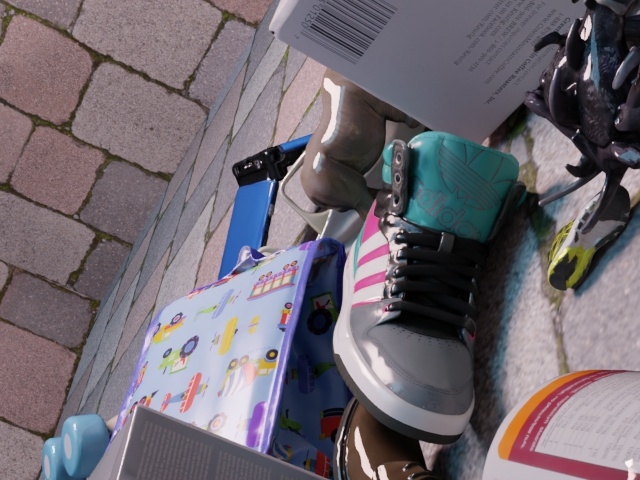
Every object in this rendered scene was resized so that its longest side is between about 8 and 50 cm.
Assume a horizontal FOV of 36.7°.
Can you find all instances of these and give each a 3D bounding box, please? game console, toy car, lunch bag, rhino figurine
[{"bbox_3d":[-0.026,-0.040,1.239,0.293,0.250,0.173,-173,64,-77],"label":"game console"},{"bbox_3d":[-0.199,0.331,1.170,0.210,0.219,0.238,-42,56,53],"label":"toy car"},{"bbox_3d":[-0.081,0.126,0.904,0.221,0.138,0.293,-25,45,31],"label":"lunch bag"},{"bbox_3d":[0.050,-0.134,0.965,0.073,0.106,0.243,94,-171,-79],"label":"rhino figurine"}]

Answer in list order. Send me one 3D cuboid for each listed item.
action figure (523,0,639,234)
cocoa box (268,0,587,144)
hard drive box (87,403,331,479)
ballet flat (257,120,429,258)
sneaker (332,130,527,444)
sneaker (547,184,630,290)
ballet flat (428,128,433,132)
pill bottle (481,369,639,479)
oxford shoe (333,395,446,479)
[{"bbox_3d":[0.210,-0.142,0.587,0.164,0.141,0.276,-119,29,-62],"label":"action figure"},{"bbox_3d":[0.150,-0.298,0.825,0.347,0.231,0.228,-48,20,47],"label":"cocoa box"},{"bbox_3d":[-0.073,0.245,0.719,0.181,0.232,0.089,-53,19,34],"label":"hard drive box"},{"bbox_3d":[0.000,0.000,1.044,0.400,0.139,0.139,-66,15,-3],"label":"ballet flat"},{"bbox_3d":[0.094,0.010,0.762,0.295,0.124,0.178,-94,23,-63],"label":"sneaker"},{"bbox_3d":[0.178,-0.007,0.660,0.083,0.031,0.035,-58,16,23],"label":"sneaker"},{"bbox_3d":[0.110,-0.087,0.977,0.057,0.049,0.173,-27,40,67],"label":"ballet flat"},{"bbox_3d":[0.162,0.111,0.362,0.121,0.121,0.221,-68,16,-13],"label":"pill bottle"},{"bbox_3d":[0.066,0.184,0.664,0.096,0.083,0.227,-47,31,29],"label":"oxford shoe"}]
